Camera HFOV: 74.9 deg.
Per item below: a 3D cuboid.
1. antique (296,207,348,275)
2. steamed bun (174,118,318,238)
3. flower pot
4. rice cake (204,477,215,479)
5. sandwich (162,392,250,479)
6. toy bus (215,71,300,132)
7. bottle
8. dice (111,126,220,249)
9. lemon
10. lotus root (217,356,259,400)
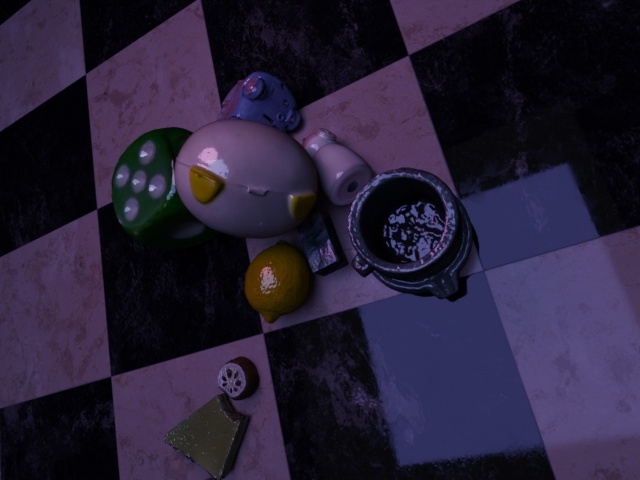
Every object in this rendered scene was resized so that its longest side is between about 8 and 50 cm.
[{"bbox_3d":[0.000,0.000,1.208,0.086,0.088,0.183,-27,71,17],"label":"antique"},{"bbox_3d":[-0.190,-0.160,1.108,0.373,0.334,0.334,7,81,-18],"label":"steamed bun"},{"bbox_3d":[0.223,0.001,1.001,0.299,0.283,0.299,-4,78,20],"label":"flower pot"},{"bbox_3d":[-0.471,0.832,1.289,0.399,0.064,0.070,-32,75,17],"label":"rice cake"},{"bbox_3d":[-0.345,0.567,1.285,0.245,0.063,0.212,18,85,26],"label":"sandwich"},{"bbox_3d":[-0.227,-0.378,1.327,0.231,0.197,0.294,22,86,44],"label":"toy bus"},{"bbox_3d":[0.029,-0.225,1.211,0.147,0.147,0.236,-45,58,11],"label":"bottle"},{"bbox_3d":[-0.460,-0.156,1.338,0.287,0.297,0.300,-30,70,21],"label":"dice"},{"bbox_3d":[-0.121,0.114,1.189,0.186,0.187,0.244,5,72,26],"label":"lemon"},{"bbox_3d":[-0.248,0.414,1.259,0.122,0.081,0.112,30,87,26],"label":"lotus root"}]
